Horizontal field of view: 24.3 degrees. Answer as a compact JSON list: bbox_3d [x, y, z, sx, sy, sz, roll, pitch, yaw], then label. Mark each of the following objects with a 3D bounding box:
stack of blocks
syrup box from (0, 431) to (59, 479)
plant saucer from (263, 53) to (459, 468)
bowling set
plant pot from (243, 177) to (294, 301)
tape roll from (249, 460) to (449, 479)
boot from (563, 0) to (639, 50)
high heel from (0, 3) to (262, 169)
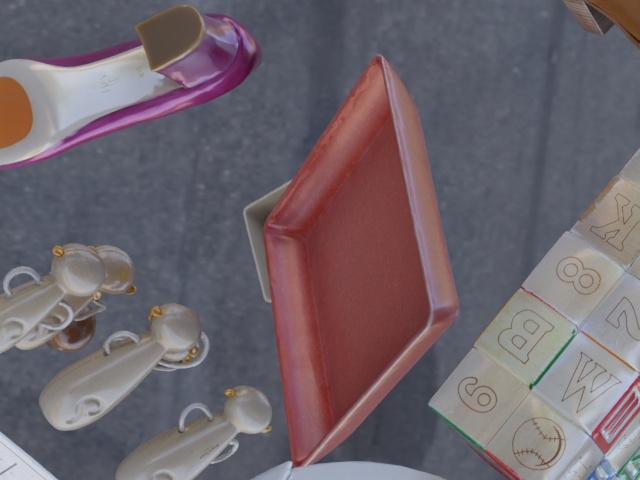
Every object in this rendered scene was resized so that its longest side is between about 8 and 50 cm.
[{"bbox_3d":[0.210,0.031,0.882,0.297,0.087,0.171,-50,150,-3],"label":"stack of blocks"},{"bbox_3d":[-0.155,0.125,0.561,0.096,0.237,0.093,-34,147,-40],"label":"syrup box"},{"bbox_3d":[0.032,0.024,1.227,0.048,0.259,0.258,7,53,-23],"label":"plant saucer"},{"bbox_3d":[-0.185,0.073,1.309,0.154,0.200,0.287,-34,127,4],"label":"bowling set"},{"bbox_3d":[0.000,0.000,1.541,0.096,0.109,0.109,11,57,-50],"label":"plant pot"},{"bbox_3d":[0.024,0.275,0.880,0.100,0.286,0.286,-59,145,-63],"label":"tape roll"},{"bbox_3d":[0.214,-0.206,1.041,0.073,0.197,0.152,-48,124,-18],"label":"boot"},{"bbox_3d":[-0.163,-0.106,1.105,0.082,0.244,0.117,67,17,15],"label":"high heel"}]
